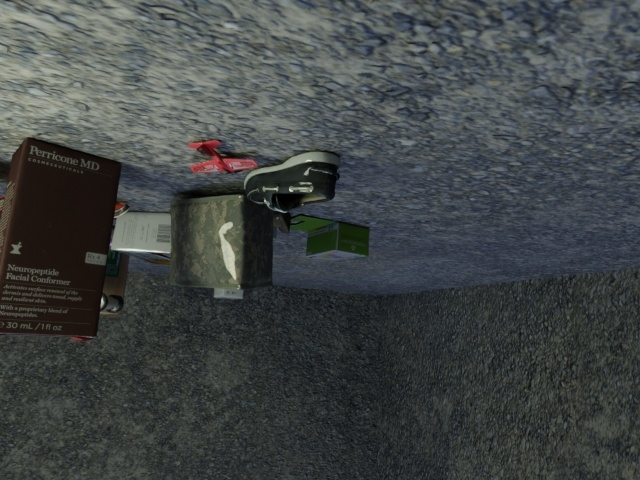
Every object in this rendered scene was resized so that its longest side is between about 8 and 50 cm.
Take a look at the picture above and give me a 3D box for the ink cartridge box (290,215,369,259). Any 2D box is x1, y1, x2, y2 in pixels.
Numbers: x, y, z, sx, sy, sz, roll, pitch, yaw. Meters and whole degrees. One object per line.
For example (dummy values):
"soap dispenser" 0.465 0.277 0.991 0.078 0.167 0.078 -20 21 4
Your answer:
"ink cartridge box" 0.000 0.000 1.491 0.255 0.097 0.189 9 167 -30

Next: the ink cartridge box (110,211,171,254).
"ink cartridge box" -0.562 0.001 1.577 0.272 0.130 0.309 3 169 5

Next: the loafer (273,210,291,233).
"loafer" -0.117 -0.061 1.341 0.050 0.056 0.148 3 159 7

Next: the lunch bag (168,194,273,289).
"lunch bag" -0.274 0.006 1.215 0.287 0.235 0.169 1 180 27

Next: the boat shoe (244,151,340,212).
"boat shoe" -0.076 -0.107 0.989 0.114 0.091 0.302 11 167 -32

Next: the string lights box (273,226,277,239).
"string lights box" -0.256 -0.033 1.447 0.133 0.076 0.260 10 167 -34

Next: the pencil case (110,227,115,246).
"pencil case" -0.726 0.004 1.748 0.206 0.088 0.086 15 162 -41

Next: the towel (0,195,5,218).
"towel" -0.784 -0.063 1.122 0.329 0.037 0.237 -31 -172 -34

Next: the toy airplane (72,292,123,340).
"toy airplane" -0.799 0.078 1.431 0.272 0.384 0.386 -18 126 -4

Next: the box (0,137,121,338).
"box" -0.550 0.007 0.963 0.191 0.381 0.143 12 163 -41

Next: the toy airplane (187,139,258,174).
"toy airplane" -0.204 -0.161 0.916 0.151 0.028 0.151 2 168 0

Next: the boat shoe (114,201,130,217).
"boat shoe" -0.605 -0.093 1.338 0.137 0.049 0.043 -2 128 30

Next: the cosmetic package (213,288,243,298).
"cosmetic package" -0.343 0.105 1.770 0.085 0.231 0.117 10 167 -31

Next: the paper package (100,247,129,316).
"paper package" -0.877 0.145 1.887 0.168 0.325 0.309 9 168 -25
